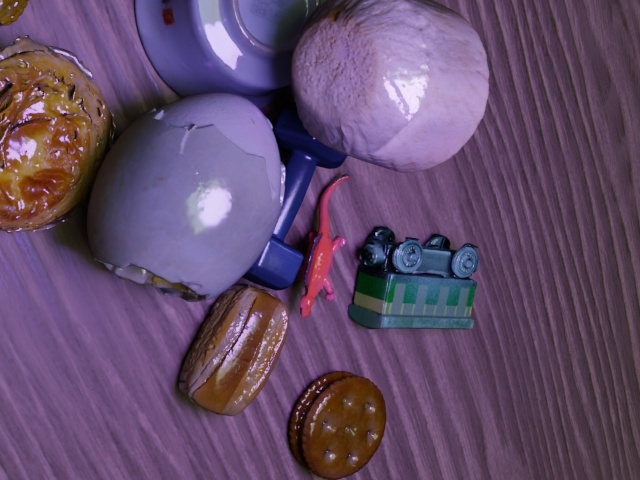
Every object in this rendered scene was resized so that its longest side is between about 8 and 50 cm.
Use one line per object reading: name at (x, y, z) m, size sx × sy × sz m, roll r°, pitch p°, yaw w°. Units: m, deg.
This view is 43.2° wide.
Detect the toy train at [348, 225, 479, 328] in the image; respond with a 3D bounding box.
toy train at (0.201, 0.084, 1.661) m, size 0.301 × 0.120 × 0.202 m, roll 5°, pitch 98°, yaw -37°

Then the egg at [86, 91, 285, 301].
egg at (-0.196, -0.079, 1.247) m, size 0.278 × 0.278 × 0.336 m, roll 30°, pitch 78°, yaw -35°

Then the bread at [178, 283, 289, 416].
bread at (-0.146, 0.192, 1.432) m, size 0.140 × 0.106 × 0.236 m, roll 33°, pitch 77°, yaw -33°

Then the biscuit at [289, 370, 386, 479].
biscuit at (0.038, 0.370, 1.619) m, size 0.221 × 0.066 × 0.220 m, roll -9°, pitch 105°, yaw -37°

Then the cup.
cup at (-0.112, -0.382, 1.333) m, size 0.347 × 0.163 × 0.346 m, roll -7°, pitch 102°, yaw -36°

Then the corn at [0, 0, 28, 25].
corn at (-0.437, -0.468, 1.107) m, size 0.131 × 0.131 × 0.344 m, roll 11°, pitch 90°, yaw -37°

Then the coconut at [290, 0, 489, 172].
coconut at (0.119, -0.250, 1.277) m, size 0.329 × 0.329 × 0.328 m, roll -6°, pitch 101°, yaw -35°

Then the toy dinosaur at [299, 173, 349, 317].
toy dinosaur at (-0.003, 0.003, 1.488) m, size 0.139 × 0.070 × 0.285 m, roll 22°, pitch 80°, yaw -73°

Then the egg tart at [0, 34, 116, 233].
egg tart at (-0.436, -0.153, 1.166) m, size 0.297 × 0.132 × 0.296 m, roll -21°, pitch 118°, yaw -45°

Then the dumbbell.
dumbbell at (-0.060, -0.078, 1.429) m, size 0.144 × 0.160 × 0.324 m, roll 23°, pitch 81°, yaw -5°
